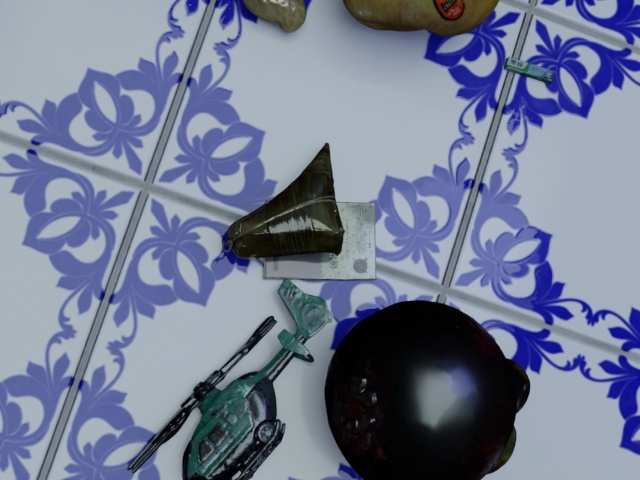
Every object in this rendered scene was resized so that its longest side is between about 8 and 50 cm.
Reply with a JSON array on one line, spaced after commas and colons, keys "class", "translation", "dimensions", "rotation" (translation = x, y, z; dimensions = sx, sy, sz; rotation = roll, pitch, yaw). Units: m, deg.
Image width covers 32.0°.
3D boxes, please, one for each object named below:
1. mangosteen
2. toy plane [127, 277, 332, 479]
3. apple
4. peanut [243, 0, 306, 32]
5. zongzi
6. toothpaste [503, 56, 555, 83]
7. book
[{"class": "mangosteen", "translation": [0.165, 0.229, 1.625], "dimensions": [0.313, 0.297, 0.297], "rotation": [-6, 84, -13]}, {"class": "toy plane", "translation": [-0.110, 0.240, 1.677], "dimensions": [0.155, 0.106, 0.382], "rotation": [40, 84, 9]}, {"class": "apple", "translation": [0.154, -0.415, 1.719], "dimensions": [0.260, 0.261, 0.194], "rotation": [8, 97, -8]}, {"class": "peanut", "translation": [-0.095, -0.407, 1.763], "dimensions": [0.082, 0.082, 0.187], "rotation": [-36, 90, -11]}, {"class": "zongzi", "translation": [-0.065, -0.061, 1.719], "dimensions": [0.187, 0.084, 0.184], "rotation": [-6, 67, -4]}, {"class": "toothpaste", "translation": [0.346, -0.282, 1.848], "dimensions": [0.083, 0.017, 0.020], "rotation": [17, 82, -7]}, {"class": "book", "translation": [0.000, 0.000, 1.761], "dimensions": [0.181, 0.014, 0.127], "rotation": [1, 82, -9]}]
